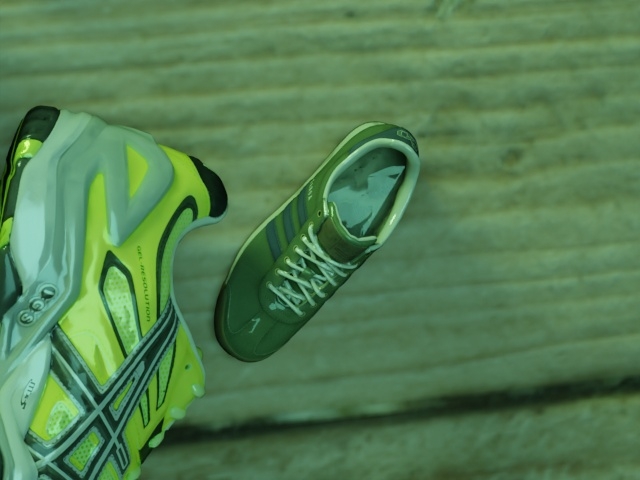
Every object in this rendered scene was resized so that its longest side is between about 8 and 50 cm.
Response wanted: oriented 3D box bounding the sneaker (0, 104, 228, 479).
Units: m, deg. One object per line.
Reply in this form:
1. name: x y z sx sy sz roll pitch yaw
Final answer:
1. sneaker: -0.148 0.114 1.154 0.147 0.145 0.384 9 93 -13

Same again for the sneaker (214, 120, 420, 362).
1. sneaker: 0.000 0.000 1.210 0.064 0.086 0.192 38 85 -12
